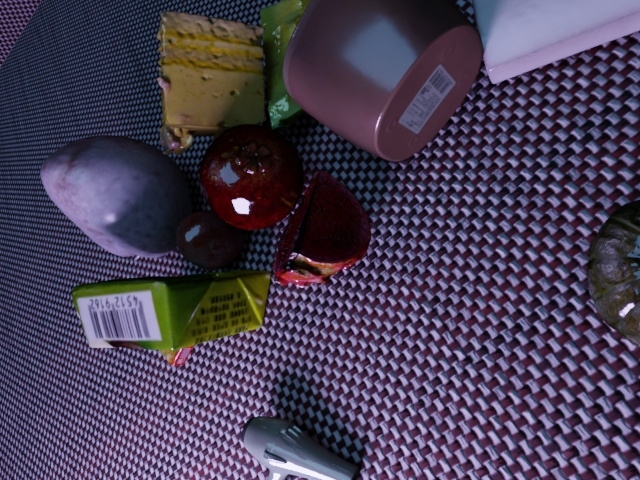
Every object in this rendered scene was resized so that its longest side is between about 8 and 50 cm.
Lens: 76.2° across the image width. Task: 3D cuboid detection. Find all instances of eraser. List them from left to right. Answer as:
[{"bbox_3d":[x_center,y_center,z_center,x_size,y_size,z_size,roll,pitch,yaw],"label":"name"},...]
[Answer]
[{"bbox_3d":[0.395,-0.382,0.650,0.270,0.095,0.174,-13,72,29],"label":"eraser"}]

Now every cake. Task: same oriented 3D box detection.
[{"bbox_3d":[-0.248,-0.317,0.926,0.222,0.227,0.286,-170,79,-69],"label":"cake"}]

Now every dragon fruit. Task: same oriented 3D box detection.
[{"bbox_3d":[0.000,0.000,0.776,0.189,0.163,0.262,7,42,10],"label":"dragon fruit"}]

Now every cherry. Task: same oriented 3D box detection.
[{"bbox_3d":[-0.489,-0.104,1.031,0.291,0.335,0.326,-34,85,4],"label":"cherry"}]

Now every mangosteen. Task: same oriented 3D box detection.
[{"bbox_3d":[-0.143,-0.119,0.870,0.215,0.257,0.215,2,73,-7],"label":"mangosteen"}]

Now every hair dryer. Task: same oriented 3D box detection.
[{"bbox_3d":[-0.034,0.465,0.750,0.229,0.092,0.267,-7,89,25],"label":"hair dryer"}]

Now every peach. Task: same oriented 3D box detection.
[{"bbox_3d":[-0.251,-0.014,0.955,0.152,0.152,0.152,-8,74,31],"label":"peach"}]

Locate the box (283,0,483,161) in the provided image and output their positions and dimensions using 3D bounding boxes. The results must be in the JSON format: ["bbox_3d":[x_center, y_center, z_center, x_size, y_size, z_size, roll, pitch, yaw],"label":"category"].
[{"bbox_3d":[0.117,-0.297,0.707,0.216,0.301,0.301,45,104,26],"label":"box"}]

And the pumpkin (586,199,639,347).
[{"bbox_3d":[0.442,0.040,0.480,0.223,0.157,0.224,-18,63,39],"label":"pumpkin"}]

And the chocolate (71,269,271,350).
[{"bbox_3d":[-0.302,0.140,0.867,0.300,0.288,0.137,-6,87,31],"label":"chocolate"}]

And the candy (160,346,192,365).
[{"bbox_3d":[-0.375,0.254,1.027,0.122,0.038,0.062,32,96,34],"label":"candy"}]

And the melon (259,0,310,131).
[{"bbox_3d":[-0.069,-0.391,0.935,0.196,0.124,0.324,-5,79,37],"label":"melon"}]
